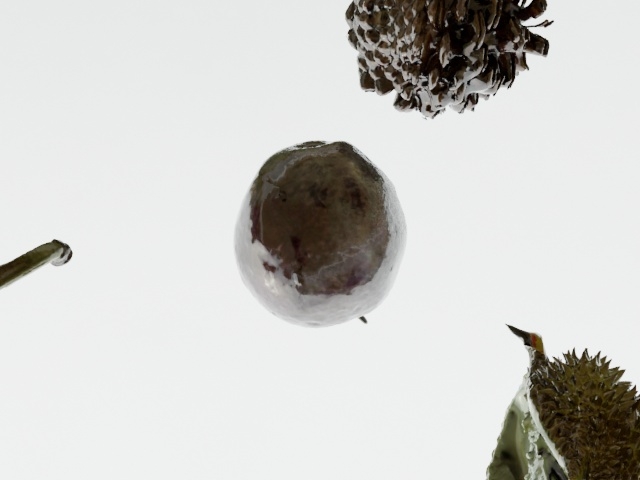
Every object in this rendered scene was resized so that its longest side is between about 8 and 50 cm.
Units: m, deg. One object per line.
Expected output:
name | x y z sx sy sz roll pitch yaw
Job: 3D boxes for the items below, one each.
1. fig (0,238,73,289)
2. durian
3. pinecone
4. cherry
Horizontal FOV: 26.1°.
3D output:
fig | -0.262 0.043 0.883 0.236 0.124 0.124 -15 -136 -27
durian | 0.224 0.180 1.166 0.138 0.193 0.237 8 -127 -12
pinecone | 0.138 -0.233 1.480 0.222 0.221 0.221 2 -139 -2
cherry | 0.001 -0.010 1.393 0.195 0.195 0.195 2 -139 -2
